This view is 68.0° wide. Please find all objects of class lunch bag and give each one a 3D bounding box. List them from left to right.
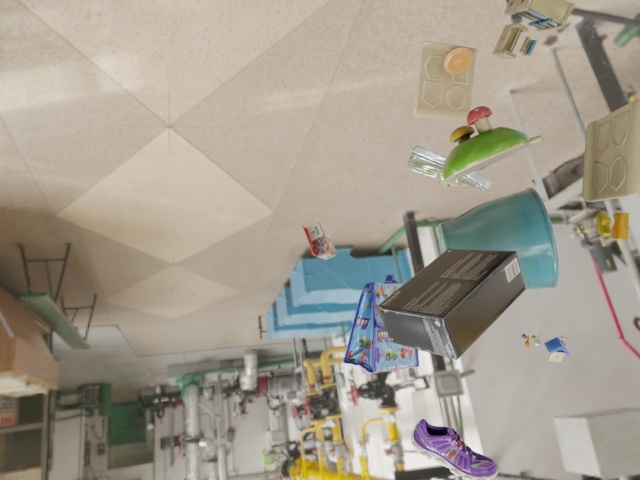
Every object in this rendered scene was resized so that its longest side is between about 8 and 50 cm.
[{"bbox_3d":[0.209,0.252,1.512,0.220,0.294,0.138,6,179,-40],"label":"lunch bag"}]

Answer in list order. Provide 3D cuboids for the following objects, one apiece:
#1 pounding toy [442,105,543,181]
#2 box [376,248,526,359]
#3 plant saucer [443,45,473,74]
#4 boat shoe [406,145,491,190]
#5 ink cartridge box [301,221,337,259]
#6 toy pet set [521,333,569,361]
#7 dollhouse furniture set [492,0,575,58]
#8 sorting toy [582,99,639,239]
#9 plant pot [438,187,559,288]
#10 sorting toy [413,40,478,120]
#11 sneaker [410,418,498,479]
[{"bbox_3d":[0.341,-0.215,1.007,0.182,0.110,0.236,-25,176,41],"label":"pounding toy"},{"bbox_3d":[0.279,0.121,1.007,0.261,0.103,0.184,-33,-159,-30],"label":"box"},{"bbox_3d":[0.390,-0.507,1.343,0.083,0.013,0.084,-4,142,-3],"label":"plant saucer"},{"bbox_3d":[0.455,-0.240,1.695,0.302,0.094,0.109,26,-165,7],"label":"boat shoe"},{"bbox_3d":[0.000,0.000,0.906,0.029,0.063,0.115,-23,170,8],"label":"ink cartridge box"},{"bbox_3d":[0.696,0.308,1.444,0.122,0.114,0.065,6,119,1],"label":"toy pet set"},{"bbox_3d":[0.587,-0.595,1.346,0.129,0.184,0.129,19,-164,-13],"label":"dollhouse furniture set"},{"bbox_3d":[0.706,-0.156,1.139,0.041,0.308,0.229,3,-179,3],"label":"sorting toy"},{"bbox_3d":[0.462,0.019,1.278,0.255,0.272,0.272,-12,159,11],"label":"plant pot"},{"bbox_3d":[0.367,-0.468,1.406,0.192,0.209,0.038,-1,-164,-20],"label":"sorting toy"},{"bbox_3d":[0.260,0.403,0.918,0.169,0.071,0.068,20,-166,18],"label":"sneaker"}]
